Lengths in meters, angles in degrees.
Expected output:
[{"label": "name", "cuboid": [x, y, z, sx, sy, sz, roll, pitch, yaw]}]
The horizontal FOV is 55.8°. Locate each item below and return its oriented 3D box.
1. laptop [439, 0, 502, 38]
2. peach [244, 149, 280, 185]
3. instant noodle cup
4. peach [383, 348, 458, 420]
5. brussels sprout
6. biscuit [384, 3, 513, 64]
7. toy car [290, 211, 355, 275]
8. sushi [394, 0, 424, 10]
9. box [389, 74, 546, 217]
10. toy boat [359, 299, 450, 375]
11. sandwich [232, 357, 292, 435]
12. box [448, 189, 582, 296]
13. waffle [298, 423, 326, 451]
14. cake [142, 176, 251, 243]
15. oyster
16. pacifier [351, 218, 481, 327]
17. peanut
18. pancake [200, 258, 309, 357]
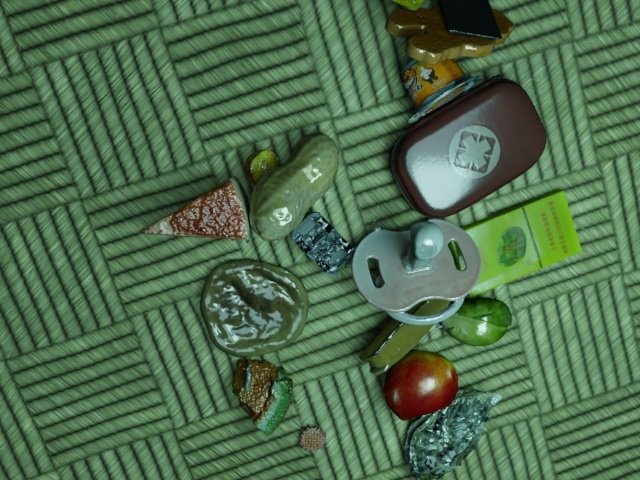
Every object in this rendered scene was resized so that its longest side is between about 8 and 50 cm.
[{"label": "laptop", "cuboid": [0.357, -0.551, 1.466, 0.135, 0.197, 0.016, 6, 142, -9]}, {"label": "peach", "cuboid": [-0.150, -0.183, 1.525, 0.098, 0.061, 0.098, -14, 112, -38]}, {"label": "instant noodle cup", "cuboid": [0.277, -0.395, 1.486, 0.208, 0.177, 0.125, -31, 89, -18]}, {"label": "peach", "cuboid": [0.268, 0.388, 1.611, 0.190, 0.190, 0.192, 16, 94, -9]}, {"label": "brussels sprout", "cuboid": [0.419, 0.212, 1.614, 0.183, 0.145, 0.131, -6, 107, -6]}, {"label": "biscuit", "cuboid": [0.318, -0.501, 1.454, 0.334, 0.202, 0.047, -18, 147, -24]}, {"label": "toy car", "cuboid": [0.000, 0.000, 1.563, 0.097, 0.100, 0.191, -43, 122, 2]}, {"label": "sushi", "cuboid": [0.233, -0.675, 1.335, 0.285, 0.328, 0.328, 45, 134, -17]}, {"label": "box", "cuboid": [0.379, -0.232, 1.549, 0.404, 0.108, 0.263, -32, 102, 1]}, {"label": "toy boat", "cuboid": [0.231, 0.223, 1.613, 0.321, 0.121, 0.089, -45, 102, -11]}, {"label": "sandwich", "cuboid": [-0.164, 0.418, 1.611, 0.160, 0.109, 0.184, 17, 98, -11]}, {"label": "box", "cuboid": [0.525, 0.008, 1.642, 0.335, 0.047, 0.186, -22, 102, -3]}, {"label": "waffle", "cuboid": [-0.023, 0.556, 1.691, 0.075, 0.029, 0.083, 8, 103, -5]}, {"label": "cake", "cuboid": [-0.299, -0.083, 1.479, 0.262, 0.158, 0.159, 4, 96, -6]}, {"label": "oyster", "cuboid": [0.368, 0.528, 1.679, 0.162, 0.158, 0.351, 24, 114, -44]}, {"label": "pacifier", "cuboid": [0.243, 0.051, 1.517, 0.332, 0.220, 0.273, -11, 117, -4]}, {"label": "peanut", "cuboid": [-0.061, -0.136, 1.485, 0.149, 0.149, 0.313, 45, 75, -12]}, {"label": "pancake", "cuboid": [-0.173, 0.184, 1.596, 0.295, 0.049, 0.294, -1, 102, -5]}]
